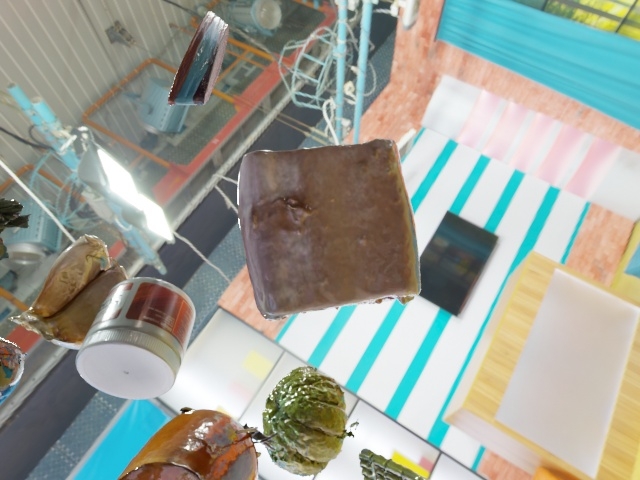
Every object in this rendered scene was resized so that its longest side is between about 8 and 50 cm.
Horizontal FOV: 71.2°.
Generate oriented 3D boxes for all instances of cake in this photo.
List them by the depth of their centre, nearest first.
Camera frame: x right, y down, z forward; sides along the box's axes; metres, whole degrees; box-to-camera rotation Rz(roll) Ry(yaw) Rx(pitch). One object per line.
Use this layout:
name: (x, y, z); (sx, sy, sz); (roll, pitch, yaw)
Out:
cake: (0.000, 0.000, 0.694); (0.309, 0.237, 0.230); (133, 132, -79)

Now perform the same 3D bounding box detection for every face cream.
face cream: (-0.389, 0.208, 0.968); (0.187, 0.201, 0.201); (-89, 13, -51)

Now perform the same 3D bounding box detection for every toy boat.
toy boat: (0.093, 0.281, 0.502); (0.016, 0.115, 0.063); (-24, -73, -40)
toy boat: (-0.297, -0.452, 1.129); (0.136, 0.080, 0.392); (107, 169, -49)

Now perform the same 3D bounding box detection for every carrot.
carrot: (-0.199, 0.377, 0.718); (0.331, 0.193, 0.214); (-14, -53, -81)

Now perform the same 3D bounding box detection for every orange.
orange: (-0.055, 0.510, 1.304); (0.300, 0.223, 0.301); (-54, 29, 18)

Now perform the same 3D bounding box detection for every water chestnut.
water chestnut: (-1.119, 0.399, 1.385); (0.350, 0.302, 0.350); (-32, -14, -9)

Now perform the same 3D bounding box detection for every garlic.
garlic: (-0.706, 0.160, 1.322); (0.313, 0.286, 0.249); (-59, -36, -27)

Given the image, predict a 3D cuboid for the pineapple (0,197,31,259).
pineapple: (-0.605, -0.072, 0.702); (0.119, 0.277, 0.130); (-58, 3, 36)
